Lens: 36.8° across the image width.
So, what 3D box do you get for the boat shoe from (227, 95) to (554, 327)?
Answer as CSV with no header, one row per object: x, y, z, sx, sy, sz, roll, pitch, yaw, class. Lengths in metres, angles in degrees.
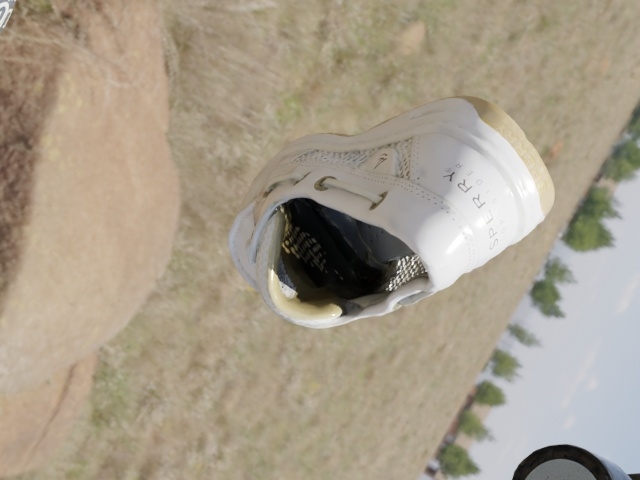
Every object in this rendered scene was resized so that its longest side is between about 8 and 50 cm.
0.000,0.000,0.519,0.096,0.098,0.277,-42,-171,-26,boat shoe

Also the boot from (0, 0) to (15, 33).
-0.362,-0.035,0.438,0.445,0.367,0.146,-64,178,11,boot

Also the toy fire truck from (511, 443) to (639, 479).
0.127,0.239,0.408,0.158,0.217,0.246,27,93,-46,toy fire truck
